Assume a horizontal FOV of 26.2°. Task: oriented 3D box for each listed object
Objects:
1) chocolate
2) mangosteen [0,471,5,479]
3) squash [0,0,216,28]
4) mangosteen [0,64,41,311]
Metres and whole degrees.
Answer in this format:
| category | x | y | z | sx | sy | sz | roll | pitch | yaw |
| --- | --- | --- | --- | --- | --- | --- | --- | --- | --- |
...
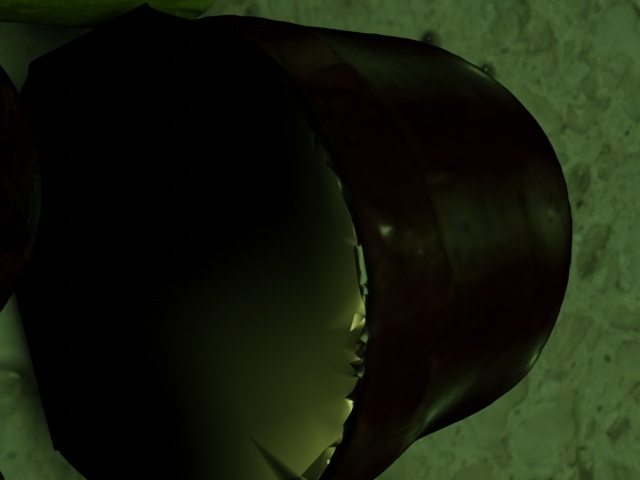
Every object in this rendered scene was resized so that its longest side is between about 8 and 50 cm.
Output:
| category | x | y | z | sx | sy | sz | roll | pitch | yaw |
| --- | --- | --- | --- | --- | --- | --- | --- | --- | --- |
| chocolate | 0.000 | 0.000 | 1.031 | 0.331 | 0.384 | 0.383 | -15 | 101 | -49 |
| mangosteen | -0.315 | 0.168 | 0.893 | 0.215 | 0.215 | 0.257 | -16 | 82 | -32 |
| squash | -0.230 | -0.257 | 0.914 | 0.309 | 0.210 | 0.233 | 5 | 46 | -39 |
| mangosteen | -0.301 | -0.017 | 0.767 | 0.311 | 0.311 | 0.311 | -2 | 93 | -33 |
